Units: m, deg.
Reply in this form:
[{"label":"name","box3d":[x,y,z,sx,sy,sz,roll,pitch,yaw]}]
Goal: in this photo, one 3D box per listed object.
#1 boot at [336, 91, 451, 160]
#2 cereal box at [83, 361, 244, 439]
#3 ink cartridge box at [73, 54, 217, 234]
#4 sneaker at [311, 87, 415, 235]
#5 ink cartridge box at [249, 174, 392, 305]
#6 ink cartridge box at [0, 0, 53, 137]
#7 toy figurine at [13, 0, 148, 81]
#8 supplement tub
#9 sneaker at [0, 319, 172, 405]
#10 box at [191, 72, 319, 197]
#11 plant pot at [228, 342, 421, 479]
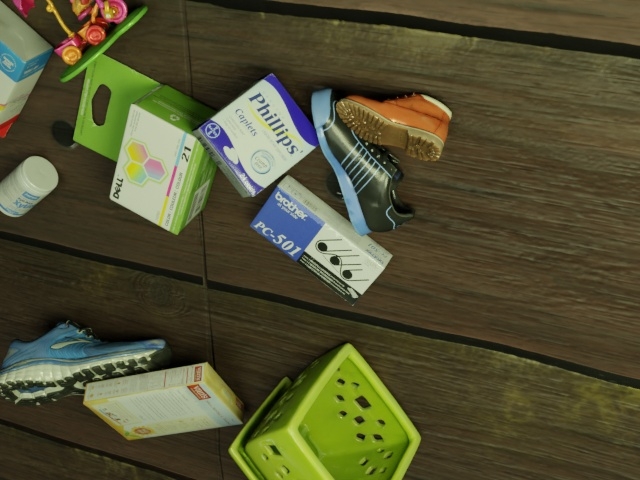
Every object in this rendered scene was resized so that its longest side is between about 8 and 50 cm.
[{"label":"boot","box3d":[0.103,-0.173,1.316,0.158,0.084,0.059,22,153,5]},{"label":"cereal box","box3d":[-0.278,0.294,1.726,0.240,0.047,0.173,-11,142,15]},{"label":"ink cartridge box","box3d":[-0.291,-0.155,1.503,0.255,0.097,0.188,28,127,7]},{"label":"sneaker","box3d":[0.063,-0.119,1.375,0.090,0.081,0.232,-15,113,19]},{"label":"ink cartridge box","box3d":[0.000,0.000,1.490,0.207,0.046,0.097,38,127,1]},{"label":"ink cartridge box","box3d":[-0.549,-0.268,1.568,0.134,0.078,0.231,41,128,-2]},{"label":"toy figurine","box3d":[-0.368,-0.346,1.394,0.173,0.130,0.159,-35,114,14]},{"label":"supplement tub","box3d":[-0.513,-0.093,1.662,0.107,0.071,0.071,-31,102,37]},{"label":"sneaker","box3d":[-0.437,0.206,1.766,0.330,0.147,0.129,-6,145,5]},{"label":"box","box3d":[-0.091,-0.151,1.380,0.126,0.137,0.072,52,168,-11]},{"label":"plant pot","box3d":[-0.004,0.340,1.593,0.207,0.228,0.227,-26,106,42]}]
